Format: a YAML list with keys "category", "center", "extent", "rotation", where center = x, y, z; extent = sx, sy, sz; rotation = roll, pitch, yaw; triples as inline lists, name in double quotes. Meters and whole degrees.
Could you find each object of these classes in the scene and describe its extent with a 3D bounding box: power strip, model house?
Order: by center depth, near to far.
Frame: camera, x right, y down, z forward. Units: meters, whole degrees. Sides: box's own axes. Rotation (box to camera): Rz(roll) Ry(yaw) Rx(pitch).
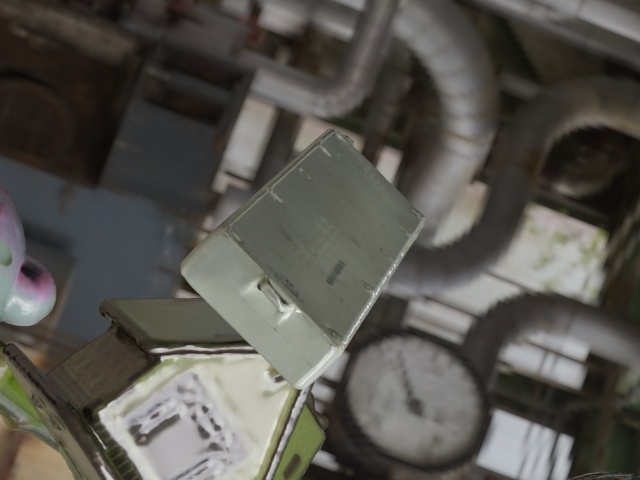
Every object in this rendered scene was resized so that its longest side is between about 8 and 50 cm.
- category: "power strip"
  center: [0.000, 0.000, 1.224]
  extent: [0.043, 0.106, 0.367]
  rotation: [-44, -179, 18]
- category: "model house"
  center: [-0.049, 0.104, 1.289]
  extent: [0.279, 0.204, 0.218]
  rotation: [-33, -156, -12]

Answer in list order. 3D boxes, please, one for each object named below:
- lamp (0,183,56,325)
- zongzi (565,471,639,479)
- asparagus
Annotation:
- category: "lamp"
  center: [-0.424, 0.023, 1.746]
  extent: [0.301, 0.247, 0.247]
  rotation: [-32, 167, -24]
- category: "zongzi"
  center: [0.305, 0.423, 1.504]
  extent: [0.208, 0.403, 0.432]
  rotation: [-16, -119, 32]
- category: "asparagus"
  center: [-0.298, 0.143, 1.792]
  extent: [0.277, 0.067, 0.060]
  rotation: [50, 18, -53]
